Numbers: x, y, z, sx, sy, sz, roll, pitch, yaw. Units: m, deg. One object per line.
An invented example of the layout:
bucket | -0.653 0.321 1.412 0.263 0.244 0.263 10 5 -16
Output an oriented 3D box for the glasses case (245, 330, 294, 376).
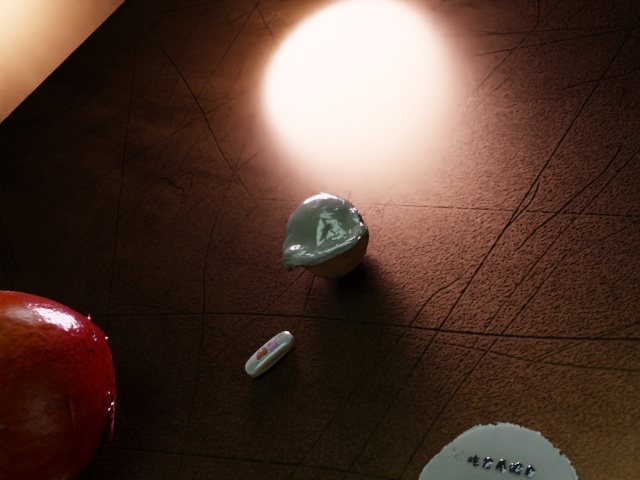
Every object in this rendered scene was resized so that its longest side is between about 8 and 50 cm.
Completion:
glasses case | -0.073 0.164 1.137 0.083 0.021 0.032 -41 34 -2

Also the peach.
peach | -0.484 0.241 1.169 0.370 0.370 0.370 -24 38 20

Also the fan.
fan | 0.145 0.323 0.775 0.191 0.009 0.329 0 50 41

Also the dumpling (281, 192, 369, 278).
dumpling | 0.000 0.000 1.180 0.136 0.118 0.199 -42 14 -7
